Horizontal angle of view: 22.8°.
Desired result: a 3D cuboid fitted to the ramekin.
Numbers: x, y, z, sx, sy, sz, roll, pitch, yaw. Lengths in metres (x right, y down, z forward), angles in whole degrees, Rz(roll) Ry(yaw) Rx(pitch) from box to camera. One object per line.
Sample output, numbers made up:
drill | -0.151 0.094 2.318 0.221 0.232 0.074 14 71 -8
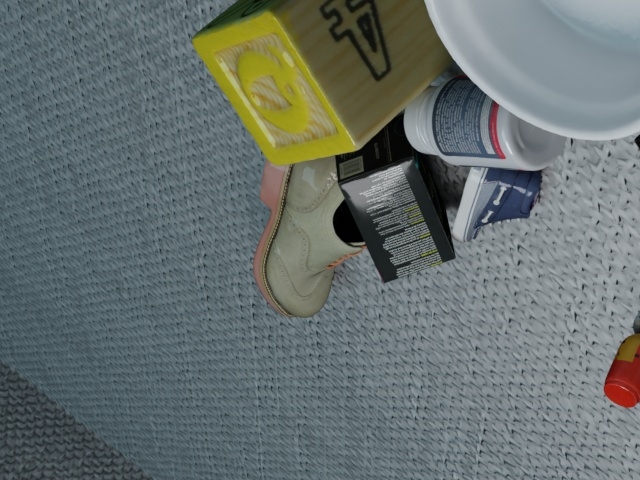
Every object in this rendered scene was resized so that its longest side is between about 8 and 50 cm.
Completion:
ramekin | 0.242 -0.242 1.475 0.277 0.135 0.277 31 147 23

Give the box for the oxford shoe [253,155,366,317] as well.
oxford shoe | 0.000 0.000 2.215 0.146 0.140 0.397 28 149 18

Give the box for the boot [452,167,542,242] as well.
boot | 0.216 -0.038 1.945 0.086 0.069 0.190 21 158 8

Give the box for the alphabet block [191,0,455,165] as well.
alphabet block | 0.005 -0.225 1.853 0.193 0.197 0.192 56 151 -16

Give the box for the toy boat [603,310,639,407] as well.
toy boat | 0.479 0.152 1.768 0.318 0.148 0.267 16 144 33

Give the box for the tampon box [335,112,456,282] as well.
tampon box | 0.093 -0.053 1.997 0.120 0.101 0.161 -93 -19 -58

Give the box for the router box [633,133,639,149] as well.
router box | 0.400 -0.132 1.498 0.046 0.133 0.179 54 151 -13

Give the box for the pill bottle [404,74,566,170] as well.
pill bottle | 0.184 -0.137 1.815 0.180 0.108 0.108 7 132 50
